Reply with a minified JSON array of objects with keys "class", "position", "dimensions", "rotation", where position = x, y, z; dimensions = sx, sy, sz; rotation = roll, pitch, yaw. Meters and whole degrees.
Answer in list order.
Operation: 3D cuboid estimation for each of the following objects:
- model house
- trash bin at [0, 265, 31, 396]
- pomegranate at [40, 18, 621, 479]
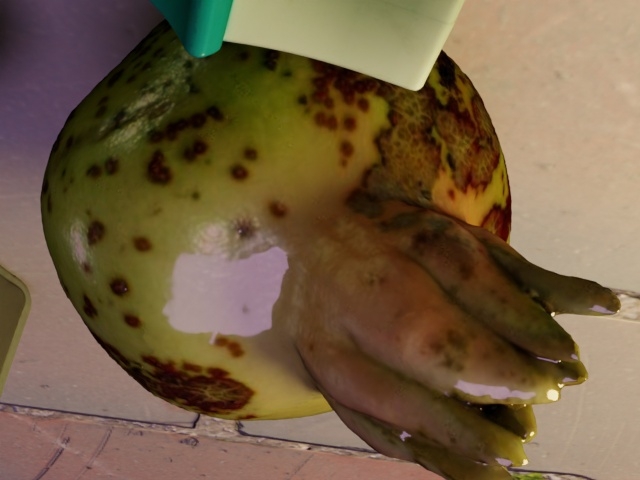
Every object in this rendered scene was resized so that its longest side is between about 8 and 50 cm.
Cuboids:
[{"class":"model house","position":[-0.017,-0.141,0.323],"dimensions":[0.149,0.127,0.100],"rotation":[7,143,-10]},{"class":"trash bin","position":[-0.362,0.095,0.647],"dimensions":[0.240,0.164,0.122],"rotation":[-13,139,26]},{"class":"pomegranate","position":[0.002,0.014,0.410],"dimensions":[0.222,0.276,0.204],"rotation":[-24,152,-21]}]
